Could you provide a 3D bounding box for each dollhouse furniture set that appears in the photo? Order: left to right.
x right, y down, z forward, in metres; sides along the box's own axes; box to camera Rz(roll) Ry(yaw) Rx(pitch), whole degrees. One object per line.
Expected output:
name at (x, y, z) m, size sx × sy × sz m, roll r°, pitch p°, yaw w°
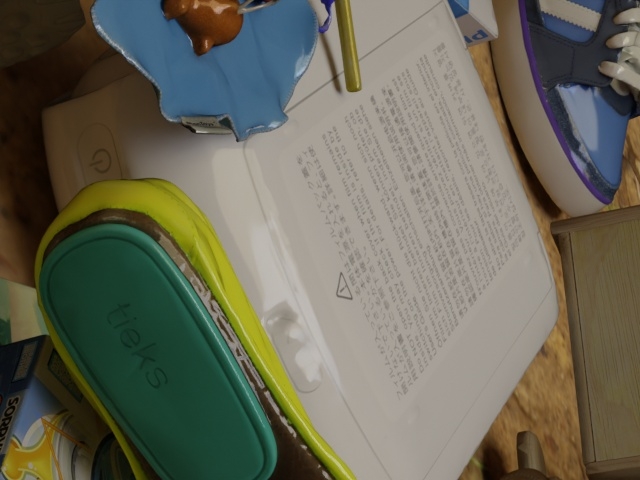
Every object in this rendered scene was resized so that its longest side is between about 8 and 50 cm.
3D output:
dollhouse furniture set at (0.222, 0.105, 0.960) m, size 0.242 × 0.212 × 0.161 m, roll 57°, pitch 27°, yaw -53°

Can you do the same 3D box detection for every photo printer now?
photo printer at (0.000, 0.000, 0.763) m, size 0.256 × 0.107 × 0.307 m, roll 66°, pitch 29°, yaw -12°

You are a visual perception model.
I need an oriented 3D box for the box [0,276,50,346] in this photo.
box at (-0.166, 0.104, 0.455) m, size 0.322 × 0.058 × 0.232 m, roll 26°, pitch 54°, yaw -57°

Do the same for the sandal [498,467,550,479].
sandal at (0.067, 0.165, 0.826) m, size 0.079 × 0.088 × 0.240 m, roll 37°, pitch 22°, yaw -8°

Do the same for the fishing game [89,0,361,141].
fishing game at (-0.041, -0.128, 0.594) m, size 0.264 × 0.041 × 0.189 m, roll 13°, pitch 68°, yaw -62°

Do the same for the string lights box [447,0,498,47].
string lights box at (0.011, -0.213, 0.932) m, size 0.260 × 0.077 × 0.133 m, roll 29°, pitch 52°, yaw -54°

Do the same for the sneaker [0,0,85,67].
sneaker at (-0.168, -0.138, 0.563) m, size 0.235 × 0.090 × 0.095 m, roll 36°, pitch 32°, yaw -53°

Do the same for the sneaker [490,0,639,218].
sneaker at (0.254, -0.196, 1.197) m, size 0.130 × 0.236 × 0.323 m, roll 25°, pitch 54°, yaw -55°

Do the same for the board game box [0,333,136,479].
board game box at (-0.062, 0.146, 0.530) m, size 0.201 × 0.035 × 0.136 m, roll 52°, pitch 34°, yaw -36°

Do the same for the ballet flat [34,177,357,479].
ballet flat at (-0.021, 0.082, 0.529) m, size 0.077 × 0.077 × 0.231 m, roll -70°, pitch 137°, yaw -74°
